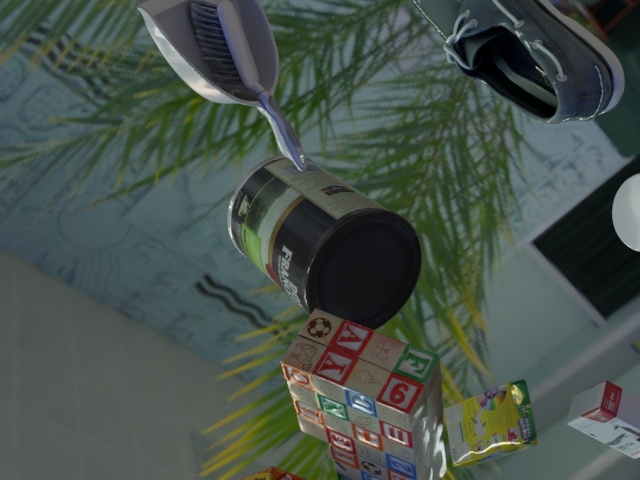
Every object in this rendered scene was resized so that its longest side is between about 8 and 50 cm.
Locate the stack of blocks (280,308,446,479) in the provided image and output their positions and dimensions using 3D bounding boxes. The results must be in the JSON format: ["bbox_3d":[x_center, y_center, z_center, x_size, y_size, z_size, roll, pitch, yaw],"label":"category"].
[{"bbox_3d":[0.064,0.232,1.120,0.171,0.087,0.297,18,145,24],"label":"stack of blocks"}]

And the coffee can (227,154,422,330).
[{"bbox_3d":[0.000,0.000,1.366,0.201,0.202,0.275,37,180,-38],"label":"coffee can"}]

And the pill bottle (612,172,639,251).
[{"bbox_3d":[0.480,-0.034,1.055,0.264,0.146,0.146,-1,-136,-32],"label":"pill bottle"}]

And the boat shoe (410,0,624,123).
[{"bbox_3d":[0.195,-0.239,0.996,0.319,0.099,0.116,45,147,29],"label":"boat shoe"}]

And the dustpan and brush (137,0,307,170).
[{"bbox_3d":[-0.073,-0.159,0.840,0.147,0.060,0.211,-46,-59,-47],"label":"dustpan and brush"}]

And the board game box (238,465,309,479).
[{"bbox_3d":[-0.065,0.597,1.272,0.356,0.356,0.356,31,-137,-33],"label":"board game box"}]

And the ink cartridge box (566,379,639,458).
[{"bbox_3d":[0.487,0.292,1.407,0.135,0.099,0.056,27,-122,-4],"label":"ink cartridge box"}]

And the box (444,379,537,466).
[{"bbox_3d":[0.285,0.301,1.426,0.043,0.179,0.105,13,-121,-33],"label":"box"}]
